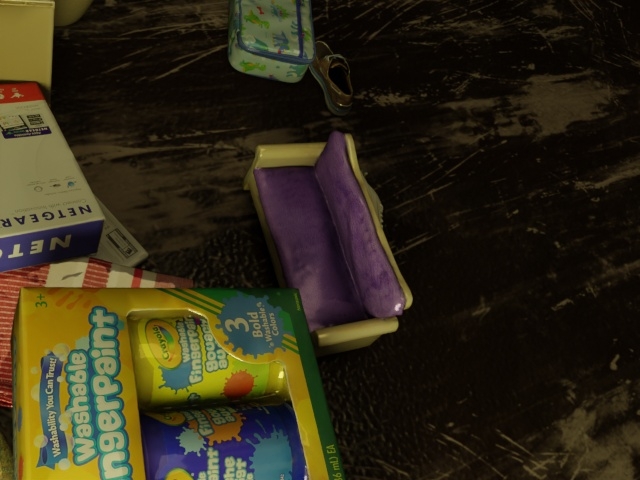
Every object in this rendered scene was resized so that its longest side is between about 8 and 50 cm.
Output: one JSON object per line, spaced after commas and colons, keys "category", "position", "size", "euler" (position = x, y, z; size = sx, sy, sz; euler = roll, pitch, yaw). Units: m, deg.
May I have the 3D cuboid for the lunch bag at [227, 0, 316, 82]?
{"category": "lunch bag", "position": [-0.098, -0.435, 1.403], "size": [0.176, 0.090, 0.219], "euler": [9, 60, -21]}

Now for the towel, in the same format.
{"category": "towel", "position": [-0.357, 0.128, 0.978], "size": [0.329, 0.037, 0.237], "euler": [15, 61, -19]}

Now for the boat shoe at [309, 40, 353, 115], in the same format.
{"category": "boat shoe", "position": [0.029, -0.348, 1.417], "size": [0.066, 0.066, 0.183], "euler": [-12, 67, -28]}

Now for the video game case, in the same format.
{"category": "video game case", "position": [-0.402, 0.003, 1.062], "size": [0.201, 0.023, 0.183], "euler": [47, 55, 6]}

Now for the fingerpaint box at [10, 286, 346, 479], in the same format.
{"category": "fingerpaint box", "position": [-0.168, 0.281, 0.831], "size": [0.371, 0.163, 0.445], "euler": [3, 56, -28]}

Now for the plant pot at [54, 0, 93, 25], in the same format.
{"category": "plant pot", "position": [-0.459, -0.513, 1.178], "size": [0.256, 0.274, 0.256], "euler": [10, 59, -17]}

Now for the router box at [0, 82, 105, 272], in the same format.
{"category": "router box", "position": [-0.521, -0.086, 0.966], "size": [0.335, 0.082, 0.301], "euler": [-14, 58, -37]}

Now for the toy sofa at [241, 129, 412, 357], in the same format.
{"category": "toy sofa", "position": [0.000, 0.000, 1.140], "size": [0.150, 0.177, 0.363], "euler": [-7, 66, -27]}

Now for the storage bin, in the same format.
{"category": "storage bin", "position": [-0.543, -0.321, 1.042], "size": [0.260, 0.262, 0.123], "euler": [-5, 66, -25]}

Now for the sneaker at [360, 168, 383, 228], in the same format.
{"category": "sneaker", "position": [0.080, -0.036, 1.254], "size": [0.094, 0.090, 0.235], "euler": [1, 64, -38]}

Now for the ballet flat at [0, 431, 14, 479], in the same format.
{"category": "ballet flat", "position": [-0.459, 0.217, 0.814], "size": [0.123, 0.123, 0.349], "euler": [-22, 87, -31]}
